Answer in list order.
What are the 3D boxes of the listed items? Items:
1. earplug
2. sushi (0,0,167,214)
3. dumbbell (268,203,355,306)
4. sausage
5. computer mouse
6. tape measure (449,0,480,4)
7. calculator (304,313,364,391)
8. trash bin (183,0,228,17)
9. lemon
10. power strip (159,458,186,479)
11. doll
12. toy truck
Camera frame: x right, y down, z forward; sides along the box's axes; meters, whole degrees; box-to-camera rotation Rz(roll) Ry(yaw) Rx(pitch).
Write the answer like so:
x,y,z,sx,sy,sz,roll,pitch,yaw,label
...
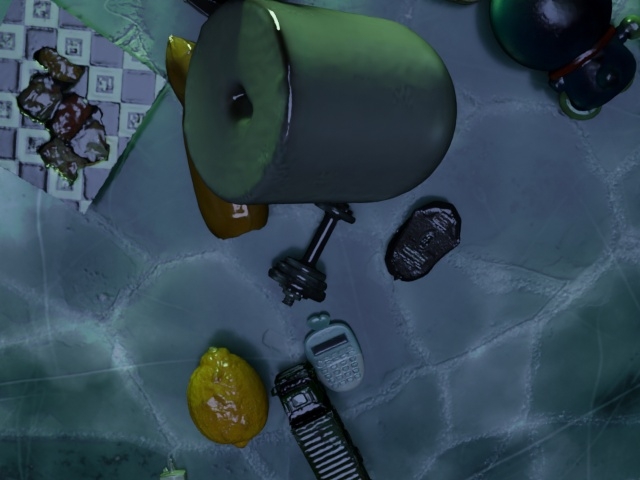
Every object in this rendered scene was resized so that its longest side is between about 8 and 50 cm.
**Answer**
x,y,z,sx,sy,sz,roll,pitch,yaw,label
0.026,-0.213,1.778,0.393,0.312,0.313,-1,100,-34,earplug
-0.455,-0.239,1.932,0.292,0.059,0.294,32,97,-5,sushi
0.000,0.000,1.948,0.110,0.110,0.255,28,91,-4,dumbbell
-0.180,-0.182,1.905,0.116,0.134,0.354,-17,99,-17,sausage
0.180,-0.001,1.968,0.099,0.057,0.172,36,108,-6,computer mouse
0.174,-0.529,1.856,0.271,0.133,0.232,14,98,1,tape measure
0.024,0.201,2.011,0.095,0.021,0.153,-25,98,4,calculator
-0.134,-0.480,1.778,0.203,0.301,0.252,37,93,-4,trash bin
-0.165,0.274,1.963,0.142,0.142,0.187,-17,95,3,lemon
-0.261,0.490,2.049,0.047,0.030,0.191,-7,98,1,power strip
0.407,-0.353,1.852,0.198,0.186,0.322,-45,99,5,doll
0.006,0.347,1.975,0.088,0.121,0.259,-27,103,3,toy truck
